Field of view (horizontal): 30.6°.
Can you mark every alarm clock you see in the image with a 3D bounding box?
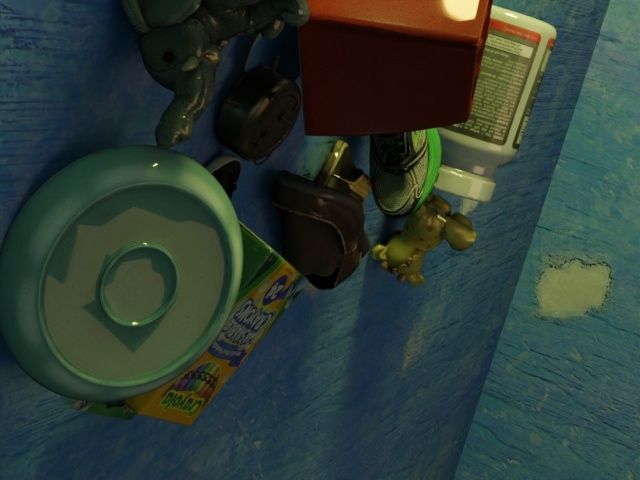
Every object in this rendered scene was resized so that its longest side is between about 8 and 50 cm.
[{"bbox_3d":[-0.081,-0.164,1.643,0.129,0.064,0.192,-46,160,-22],"label":"alarm clock"}]

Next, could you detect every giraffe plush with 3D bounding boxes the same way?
[{"bbox_3d":[0.198,-0.001,2.378,0.170,0.181,0.210,-51,174,15],"label":"giraffe plush"}]

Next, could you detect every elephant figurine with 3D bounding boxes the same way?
[{"bbox_3d":[-0.148,-0.248,1.328,0.239,0.186,0.169,-39,116,-6],"label":"elephant figurine"}]

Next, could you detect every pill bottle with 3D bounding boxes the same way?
[{"bbox_3d":[0.307,-0.271,2.289,0.210,0.210,0.363,-5,115,-66],"label":"pill bottle"}]

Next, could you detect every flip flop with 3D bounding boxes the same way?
[{"bbox_3d":[0.052,-0.081,2.032,0.112,0.080,0.277,-61,157,-19],"label":"flip flop"}]

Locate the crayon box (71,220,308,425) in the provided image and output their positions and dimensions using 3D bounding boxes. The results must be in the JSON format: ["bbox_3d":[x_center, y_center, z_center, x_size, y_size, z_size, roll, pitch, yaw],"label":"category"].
[{"bbox_3d":[-0.166,0.136,1.580,0.323,0.083,0.203,-50,162,-1],"label":"crayon box"}]

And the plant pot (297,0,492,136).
[{"bbox_3d":[0.117,-0.306,1.652,0.267,0.236,0.267,88,15,-60],"label":"plant pot"}]

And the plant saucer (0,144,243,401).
[{"bbox_3d":[-0.218,0.048,1.360,0.317,0.044,0.317,-14,115,-32],"label":"plant saucer"}]

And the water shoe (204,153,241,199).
[{"bbox_3d":[-0.149,-0.029,1.602,0.203,0.080,0.073,-57,157,-27],"label":"water shoe"}]

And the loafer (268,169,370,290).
[{"bbox_3d":[0.000,0.000,1.910,0.130,0.134,0.366,-64,158,-12],"label":"loafer"}]

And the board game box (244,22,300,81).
[{"bbox_3d":[-0.064,-0.274,1.642,0.133,0.033,0.168,-51,158,-8],"label":"board game box"}]

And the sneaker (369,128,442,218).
[{"bbox_3d":[0.122,-0.206,2.005,0.146,0.134,0.343,-17,109,-60],"label":"sneaker"}]
